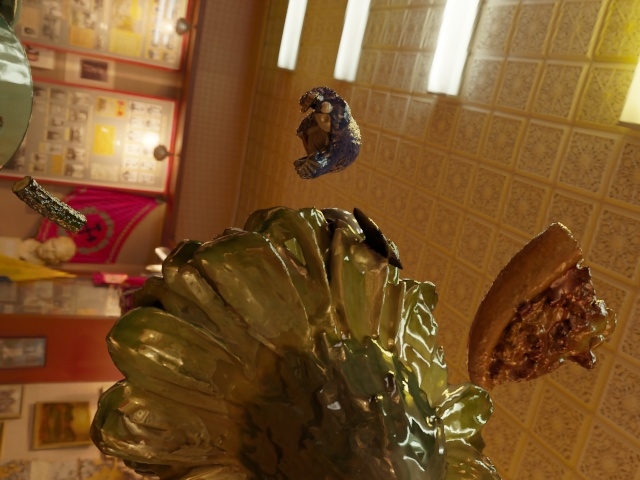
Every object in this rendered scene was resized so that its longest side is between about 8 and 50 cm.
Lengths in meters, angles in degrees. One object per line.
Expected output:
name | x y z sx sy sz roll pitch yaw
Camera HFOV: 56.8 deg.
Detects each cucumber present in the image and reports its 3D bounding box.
cucumber | -0.600 -0.076 1.315 0.187 0.058 0.058 53 22 -58

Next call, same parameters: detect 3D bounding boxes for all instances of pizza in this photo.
pizza | 0.322 0.117 0.815 0.081 0.229 0.289 -116 -141 -54

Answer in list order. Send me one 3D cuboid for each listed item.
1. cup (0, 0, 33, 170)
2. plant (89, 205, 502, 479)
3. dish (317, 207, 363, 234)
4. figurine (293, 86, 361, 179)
cup | -0.508 -0.219 0.623 0.392 0.311 0.400 -135 -123 -74
plant | 0.016 0.101 0.381 0.297 0.306 0.261 135 -39 -65
dish | 0.000 0.000 1.072 0.141 0.078 0.140 -7 -105 27
figurine | 0.018 -0.187 1.040 0.262 0.121 0.164 -123 -142 -84
